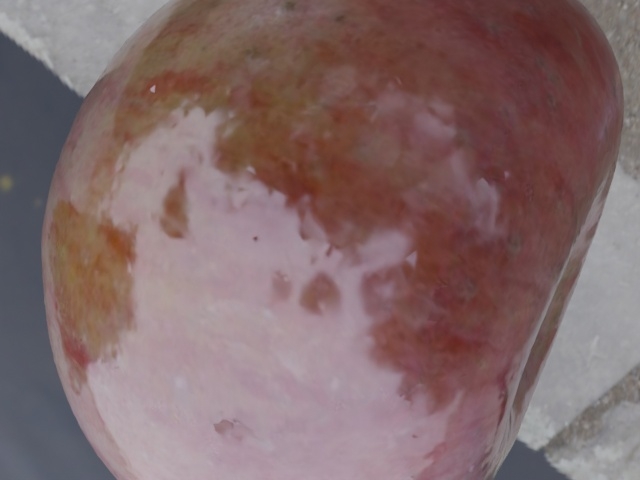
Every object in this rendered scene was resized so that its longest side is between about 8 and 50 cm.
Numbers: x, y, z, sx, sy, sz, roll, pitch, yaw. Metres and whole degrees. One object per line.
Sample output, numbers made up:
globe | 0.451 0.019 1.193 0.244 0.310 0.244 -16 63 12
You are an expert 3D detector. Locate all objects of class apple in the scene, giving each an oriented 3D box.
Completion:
apple | 0.000 0.000 0.562 0.270 0.345 0.344 20 124 18
